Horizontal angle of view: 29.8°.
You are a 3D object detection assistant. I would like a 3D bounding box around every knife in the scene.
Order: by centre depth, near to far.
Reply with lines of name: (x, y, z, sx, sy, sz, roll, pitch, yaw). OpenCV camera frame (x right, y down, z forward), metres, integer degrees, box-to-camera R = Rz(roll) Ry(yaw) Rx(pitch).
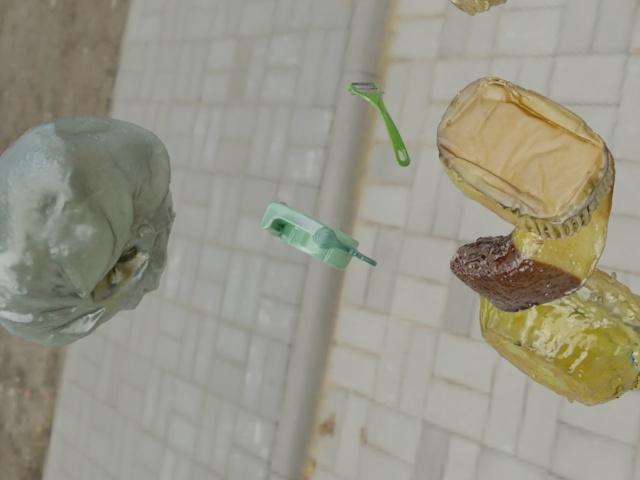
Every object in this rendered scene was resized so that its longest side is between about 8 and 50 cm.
knife: (0.102, -0.191, 1.940, 0.022, 0.078, 0.166, -51, 58, 46)

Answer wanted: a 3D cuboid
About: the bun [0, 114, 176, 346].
bun: (-0.339, -0.012, 1.725, 0.194, 0.354, 0.354, 33, 109, 33)

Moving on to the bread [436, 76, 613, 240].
bread: (0.218, -0.085, 1.284, 0.190, 0.114, 0.132, 36, 91, 21)

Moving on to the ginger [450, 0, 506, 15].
ginger: (0.205, -0.424, 1.592, 0.130, 0.221, 0.275, 0, 73, 24)

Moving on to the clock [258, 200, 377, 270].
clock: (0.000, 0.000, 2.182, 0.211, 0.159, 0.066, 27, 91, 22)

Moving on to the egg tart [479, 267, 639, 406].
egg tart: (0.390, 0.146, 1.930, 0.169, 0.388, 0.388, -58, 31, -11)

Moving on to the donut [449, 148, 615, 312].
donut: (0.285, 0.008, 1.631, 0.295, 0.112, 0.151, -57, 30, 34)
